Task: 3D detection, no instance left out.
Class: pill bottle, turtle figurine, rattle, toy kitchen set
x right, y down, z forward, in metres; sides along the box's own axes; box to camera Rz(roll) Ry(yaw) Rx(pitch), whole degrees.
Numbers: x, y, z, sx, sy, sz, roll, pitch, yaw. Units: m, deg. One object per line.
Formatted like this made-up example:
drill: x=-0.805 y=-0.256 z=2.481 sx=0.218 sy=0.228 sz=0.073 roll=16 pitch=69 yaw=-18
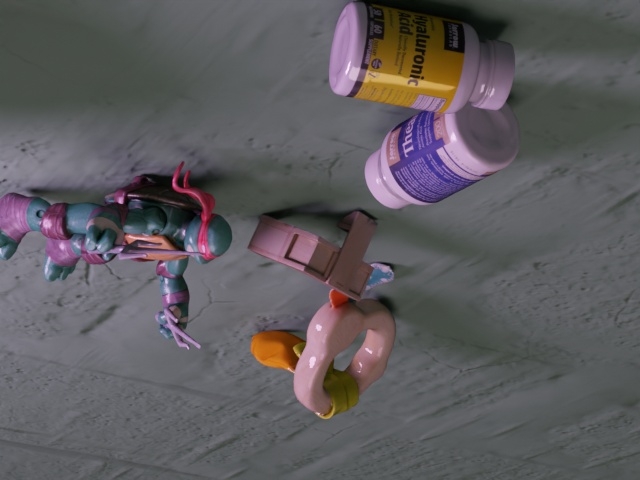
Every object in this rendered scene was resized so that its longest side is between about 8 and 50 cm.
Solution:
pill bottle: x=0.087 y=-0.066 z=1.268 sx=0.067 sy=0.067 sz=0.120 roll=18 pitch=153 yaw=-30
turtle figurine: x=-0.154 y=0.007 z=1.410 sx=0.234 sy=0.118 sz=0.175 roll=6 pitch=147 yaw=34
rattle: x=-0.002 y=0.067 z=1.639 sx=0.130 sy=0.142 sz=0.199 roll=-26 pitch=142 yaw=-11
pill bottle: x=0.069 y=-0.121 z=1.145 sx=0.116 sy=0.065 sz=0.065 roll=9 pitch=156 yaw=-14
toy kitchen set: x=0.000 y=0.000 z=1.476 sx=0.075 sy=0.068 sz=0.083 roll=21 pitch=173 yaw=42
